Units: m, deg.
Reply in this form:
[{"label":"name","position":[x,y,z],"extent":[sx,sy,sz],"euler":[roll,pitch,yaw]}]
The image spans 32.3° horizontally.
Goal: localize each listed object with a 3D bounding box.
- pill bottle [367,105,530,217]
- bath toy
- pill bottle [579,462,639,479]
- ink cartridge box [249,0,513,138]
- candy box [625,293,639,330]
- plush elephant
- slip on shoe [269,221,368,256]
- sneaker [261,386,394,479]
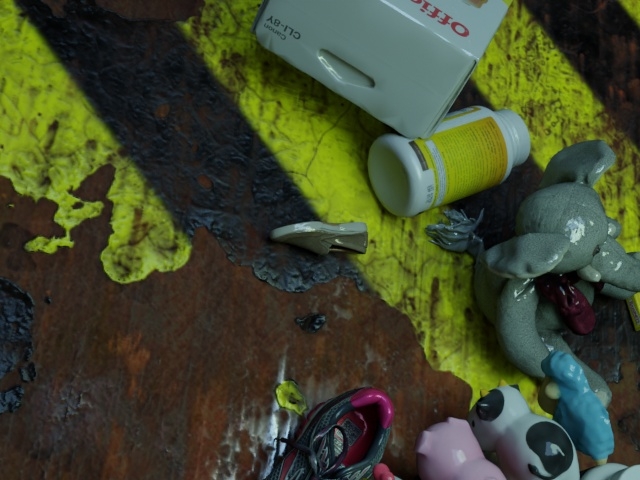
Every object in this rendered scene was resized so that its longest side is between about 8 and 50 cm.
[{"label":"pill bottle","position":[0.180,-0.114,1.510],"extent":[0.215,0.117,0.117],"euler":[-20,76,-27]},{"label":"bath toy","position":[0.174,0.252,1.272],"extent":[0.348,0.151,0.129],"euler":[-25,111,-28]},{"label":"pill bottle","position":[0.342,0.331,1.340],"extent":[0.112,0.186,0.112],"euler":[8,65,-18]},{"label":"ink cartridge box","position":[0.120,-0.354,1.504],"extent":[0.279,0.160,0.384],"euler":[31,47,0]},{"label":"candy box","position":[0.534,0.070,1.623],"extent":[0.206,0.027,0.105],"euler":[-5,66,-23]},{"label":"plush elephant","position":[0.317,0.026,1.416],"extent":[0.330,0.255,0.272],"euler":[35,65,-2]},{"label":"slip on shoe","position":[0.000,0.000,1.432],"extent":[0.135,0.051,0.041],"euler":[-1,80,-28]},{"label":"sneaker","position":[-0.018,0.287,1.261],"extent":[0.121,0.112,0.299],"euler":[34,61,-5]}]
